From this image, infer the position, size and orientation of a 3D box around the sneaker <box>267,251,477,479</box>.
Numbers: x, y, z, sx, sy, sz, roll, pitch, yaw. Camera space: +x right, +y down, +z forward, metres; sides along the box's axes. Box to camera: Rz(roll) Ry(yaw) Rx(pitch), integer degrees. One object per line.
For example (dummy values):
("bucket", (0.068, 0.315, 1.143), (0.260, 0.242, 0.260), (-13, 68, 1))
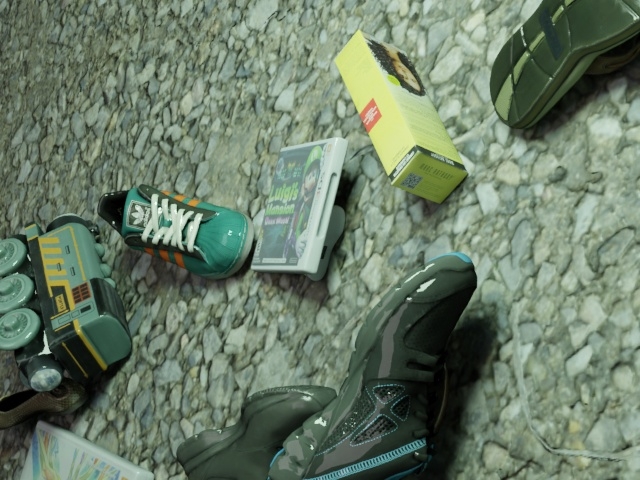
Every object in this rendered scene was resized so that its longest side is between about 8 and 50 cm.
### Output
("sneaker", (0.086, 0.172, 1.466), (0.139, 0.125, 0.341), (36, 102, 23))

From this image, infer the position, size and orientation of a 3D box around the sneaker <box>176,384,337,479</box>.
("sneaker", (-0.065, 0.265, 1.664), (0.286, 0.109, 0.130), (-41, 56, 43))

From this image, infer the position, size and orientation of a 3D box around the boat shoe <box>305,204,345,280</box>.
("boat shoe", (0.000, 0.000, 1.736), (0.035, 0.035, 0.100), (29, 104, 50))

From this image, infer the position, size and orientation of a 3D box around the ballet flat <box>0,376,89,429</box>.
("ballet flat", (-0.457, 0.250, 2.159), (0.250, 0.058, 0.084), (-16, 26, 45))

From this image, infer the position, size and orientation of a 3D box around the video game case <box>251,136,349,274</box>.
("video game case", (-0.030, -0.042, 1.763), (0.190, 0.022, 0.173), (-2, 73, 67))

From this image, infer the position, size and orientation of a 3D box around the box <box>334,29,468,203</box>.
("box", (0.094, -0.152, 1.640), (0.058, 0.087, 0.232), (-48, 44, 28))

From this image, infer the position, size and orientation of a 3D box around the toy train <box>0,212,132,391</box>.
("toy train", (-0.406, 0.089, 2.106), (0.190, 0.142, 0.334), (-24, 41, -1))

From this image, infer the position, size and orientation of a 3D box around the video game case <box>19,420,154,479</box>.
("video game case", (-0.379, 0.446, 2.018), (0.329, 0.036, 0.300), (11, 83, 53))

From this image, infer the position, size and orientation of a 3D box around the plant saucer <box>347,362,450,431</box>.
("plant saucer", (0.090, 0.175, 1.550), (0.168, 0.029, 0.168), (-25, 57, 45))

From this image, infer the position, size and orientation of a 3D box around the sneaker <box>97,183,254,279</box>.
("sneaker", (-0.214, -0.016, 1.939), (0.302, 0.121, 0.108), (10, 83, 53))

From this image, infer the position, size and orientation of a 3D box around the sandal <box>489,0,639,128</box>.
("sandal", (0.286, -0.223, 1.438), (0.303, 0.086, 0.120), (-44, 49, 53))
